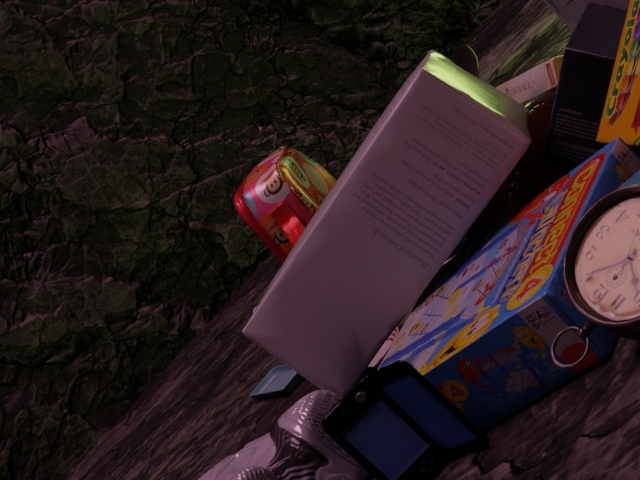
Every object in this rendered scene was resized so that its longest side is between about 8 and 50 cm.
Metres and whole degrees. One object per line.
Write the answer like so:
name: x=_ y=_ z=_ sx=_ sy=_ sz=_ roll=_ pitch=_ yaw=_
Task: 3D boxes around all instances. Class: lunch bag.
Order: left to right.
lunch bag: x=0.000 y=0.000 z=2.128 sx=0.120 sy=0.293 sz=0.258 roll=-39 pitch=8 yaw=12

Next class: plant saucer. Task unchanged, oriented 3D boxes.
plant saucer: x=-0.065 y=0.230 z=2.287 sx=0.067 sy=0.018 sz=0.192 roll=-48 pitch=9 yaw=-20

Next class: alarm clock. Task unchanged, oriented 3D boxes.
alarm clock: x=0.266 y=0.035 z=1.208 sx=0.192 sy=0.064 sz=0.129 roll=-50 pitch=43 yaw=11

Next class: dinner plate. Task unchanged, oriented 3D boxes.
dinner plate: x=0.060 y=0.173 z=1.918 sx=0.141 sy=0.017 sz=0.141 roll=-45 pitch=8 yaw=8

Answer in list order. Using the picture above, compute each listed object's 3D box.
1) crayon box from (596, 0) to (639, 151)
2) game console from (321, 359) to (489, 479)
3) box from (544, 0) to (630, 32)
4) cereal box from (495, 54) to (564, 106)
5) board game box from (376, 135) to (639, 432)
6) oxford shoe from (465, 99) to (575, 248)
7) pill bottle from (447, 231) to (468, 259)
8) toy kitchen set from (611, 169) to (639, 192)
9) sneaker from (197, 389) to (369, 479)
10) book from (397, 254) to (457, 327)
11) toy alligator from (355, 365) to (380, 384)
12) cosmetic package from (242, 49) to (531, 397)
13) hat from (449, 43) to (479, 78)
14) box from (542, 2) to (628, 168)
crayon box: x=0.386 y=-0.189 z=1.490 sx=0.318 sy=0.081 sz=0.202 roll=-149 pitch=72 yaw=-81
game console: x=0.080 y=0.185 z=1.342 sx=0.107 sy=0.122 sz=0.071 roll=-46 pitch=8 yaw=0
box: x=0.443 y=-0.360 z=1.868 sx=0.262 sy=0.231 sz=0.127 roll=-49 pitch=9 yaw=-30
cereal box: x=0.366 y=-0.235 z=2.021 sx=0.173 sy=0.047 sz=0.240 roll=-13 pitch=-1 yaw=-15
board game box: x=0.198 y=0.070 z=1.457 sx=0.302 sy=0.086 sz=0.308 roll=-40 pitch=9 yaw=39
oxford shoe: x=0.251 y=-0.068 z=1.789 sx=0.130 sy=0.123 sz=0.348 roll=-46 pitch=5 yaw=37
pill bottle: x=0.190 y=-0.063 z=1.982 sx=0.264 sy=0.146 sz=0.146 roll=-36 pitch=12 yaw=50
toy kitchen set: x=0.321 y=-0.095 z=1.276 sx=0.207 sy=0.166 sz=0.122 roll=-42 pitch=23 yaw=26
sneaker: x=-0.077 y=0.314 z=1.492 sx=0.210 sy=0.137 sz=0.366 roll=-42 pitch=3 yaw=29
book: x=0.137 y=0.078 z=1.971 sx=0.096 sy=0.035 sz=0.144 roll=-46 pitch=5 yaw=-34
toy alligator: x=0.077 y=0.172 z=1.697 sx=0.056 sy=0.051 sz=0.190 roll=-50 pitch=9 yaw=-30
cosmetic package: x=0.080 y=-0.023 z=1.670 sx=0.385 sy=0.156 sz=0.217 roll=-57 pitch=1 yaw=17
hat: x=0.224 y=-0.162 z=2.374 sx=0.331 sy=0.134 sz=0.331 roll=-56 pitch=16 yaw=25
box: x=0.348 y=-0.190 z=1.739 sx=0.156 sy=0.093 sz=0.158 roll=-55 pitch=-23 yaw=-54
